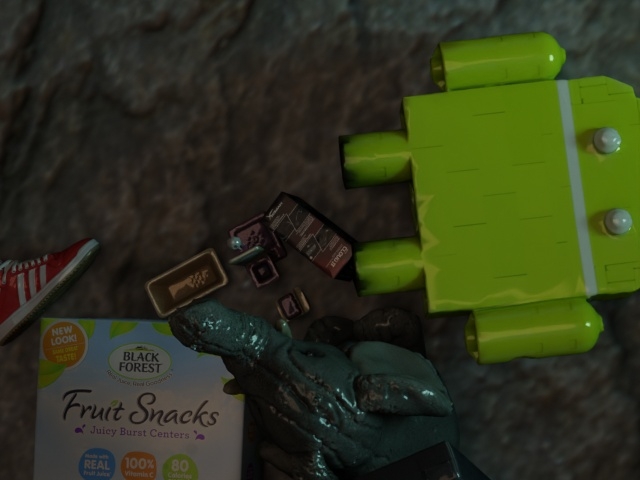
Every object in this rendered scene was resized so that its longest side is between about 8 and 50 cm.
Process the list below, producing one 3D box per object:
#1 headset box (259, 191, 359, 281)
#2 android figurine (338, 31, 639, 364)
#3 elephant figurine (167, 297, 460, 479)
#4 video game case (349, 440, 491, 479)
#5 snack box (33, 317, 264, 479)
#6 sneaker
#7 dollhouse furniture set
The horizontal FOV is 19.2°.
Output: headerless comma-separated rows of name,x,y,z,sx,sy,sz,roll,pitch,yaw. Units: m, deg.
headset box,0.000,0.000,1.468,0.083,0.062,0.032,39,96,11
android figurine,0.154,-0.033,1.412,0.273,0.056,0.248,-5,80,0
elephant figurine,0.009,0.128,1.368,0.186,0.239,0.169,0,87,13
video game case,0.020,0.235,1.347,0.248,0.275,0.035,-24,63,11
snack box,-0.135,0.166,1.487,0.174,0.070,0.207,1,85,14
sneaker,-0.238,0.024,1.532,0.118,0.042,0.067,-42,82,10
dollhouse furniture set,-0.081,0.040,1.475,0.114,0.081,0.091,-28,81,10
